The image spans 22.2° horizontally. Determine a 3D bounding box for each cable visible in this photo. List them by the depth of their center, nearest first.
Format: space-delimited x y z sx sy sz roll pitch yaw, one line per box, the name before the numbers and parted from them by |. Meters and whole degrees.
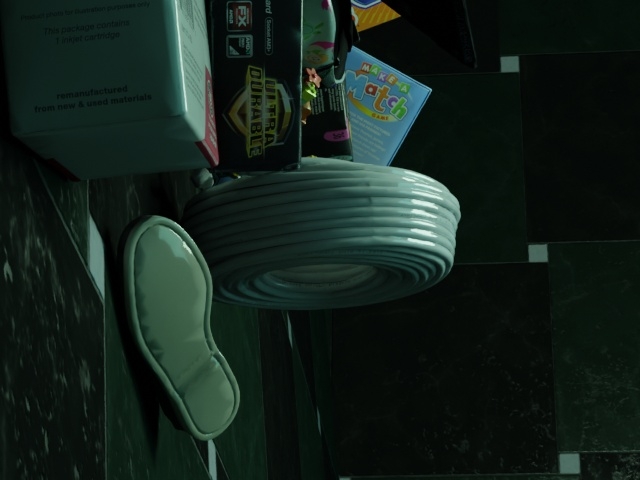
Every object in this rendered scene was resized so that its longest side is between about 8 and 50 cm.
cable | 0.000 0.000 1.475 0.257 0.257 0.089 120 -32 -72

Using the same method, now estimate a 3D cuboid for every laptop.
laptop | 0.087 -0.336 1.543 0.264 0.136 0.234 42 -14 31

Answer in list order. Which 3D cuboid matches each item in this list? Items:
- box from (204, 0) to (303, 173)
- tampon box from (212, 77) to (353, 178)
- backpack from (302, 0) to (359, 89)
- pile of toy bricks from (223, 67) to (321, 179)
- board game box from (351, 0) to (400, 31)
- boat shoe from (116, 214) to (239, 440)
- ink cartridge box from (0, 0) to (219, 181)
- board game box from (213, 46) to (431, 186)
box | -0.078 -0.220 1.160 0.295 0.073 0.293 -136 -136 -69
tampon box | -0.051 -0.135 1.721 0.120 0.161 0.101 69 14 -76
backpack | -0.059 -0.258 1.546 0.253 0.191 0.225 108 -28 -81
pile of toy bricks | -0.050 -0.122 1.443 0.212 0.105 0.118 27 43 -46
board game box | 0.064 -0.511 1.873 0.356 0.356 0.356 56 17 -56
boat shoe | -0.118 0.061 1.203 0.065 0.075 0.206 26 -36 40
ink cartridge box | -0.125 -0.167 0.954 0.172 0.100 0.237 70 14 -83
board game box | 0.003 -0.114 1.814 0.211 0.160 0.039 -60 -178 6
